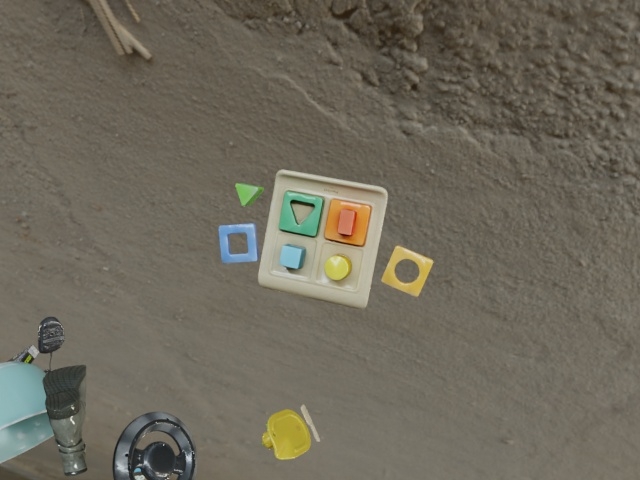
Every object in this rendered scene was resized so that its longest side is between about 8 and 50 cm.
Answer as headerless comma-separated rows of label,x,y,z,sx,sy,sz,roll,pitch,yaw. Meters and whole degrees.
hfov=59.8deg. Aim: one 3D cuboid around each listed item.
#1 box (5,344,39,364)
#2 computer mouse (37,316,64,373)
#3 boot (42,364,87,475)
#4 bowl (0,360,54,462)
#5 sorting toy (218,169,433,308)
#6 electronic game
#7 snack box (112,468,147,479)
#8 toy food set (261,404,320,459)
box,-1.102,0.470,1.953,0.184,0.190,0.045,-30,109,3
computer mouse,-0.796,0.338,1.634,0.041,0.242,0.071,12,-169,38
boot,-0.521,0.367,1.151,0.084,0.161,0.246,-8,-167,-19
bowl,-0.731,0.389,1.259,0.163,0.312,0.311,57,148,16
sorting toy,0.000,0.000,0.861,0.348,0.195,0.047,11,-172,11
electronic game,-0.383,0.520,1.309,0.048,0.229,0.229,-25,131,32
snack box,-0.591,0.813,1.636,0.187,0.322,0.060,49,173,-6
toy food set,-0.096,0.544,1.546,0.071,0.128,0.218,-39,159,20
